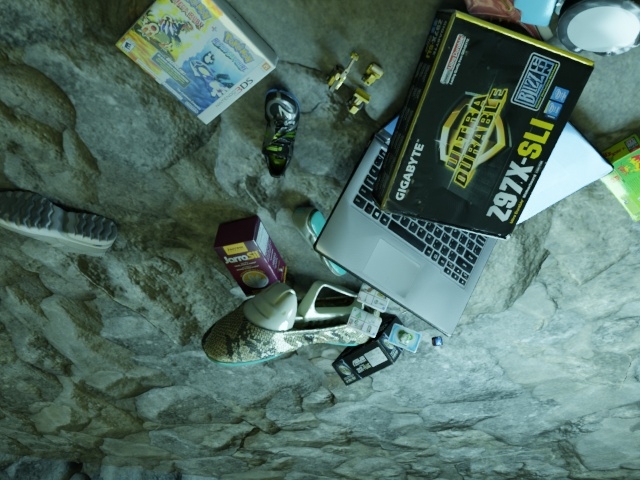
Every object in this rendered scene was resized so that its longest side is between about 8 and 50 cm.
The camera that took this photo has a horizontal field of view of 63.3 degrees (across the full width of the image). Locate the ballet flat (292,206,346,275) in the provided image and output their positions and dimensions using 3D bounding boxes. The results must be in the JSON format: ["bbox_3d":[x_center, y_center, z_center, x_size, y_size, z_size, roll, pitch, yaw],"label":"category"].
[{"bbox_3d":[0.000,0.000,1.204,0.068,0.072,0.213,8,143,37],"label":"ballet flat"}]

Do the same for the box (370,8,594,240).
[{"bbox_3d":[0.258,-0.177,0.862,0.256,0.079,0.322,12,114,-17],"label":"box"}]

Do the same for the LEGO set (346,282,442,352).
[{"bbox_3d":[0.203,0.171,1.289,0.244,0.183,0.060,22,172,-6],"label":"LEGO set"}]

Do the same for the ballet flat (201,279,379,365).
[{"bbox_3d":[-0.045,0.174,1.246,0.482,0.164,0.182,1,122,-37],"label":"ballet flat"}]

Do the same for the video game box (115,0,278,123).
[{"bbox_3d":[-0.208,-0.323,0.887,0.187,0.048,0.205,-31,126,28],"label":"video game box"}]

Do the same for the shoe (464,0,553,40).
[{"bbox_3d":[0.280,-0.362,0.800,0.081,0.064,0.178,-32,120,33],"label":"shoe"}]

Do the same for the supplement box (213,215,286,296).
[{"bbox_3d":[-0.163,0.042,1.236,0.103,0.081,0.188,-11,134,15],"label":"supplement box"}]

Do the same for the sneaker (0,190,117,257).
[{"bbox_3d":[-0.622,-0.020,1.191,0.281,0.105,0.115,21,134,-17],"label":"sneaker"}]

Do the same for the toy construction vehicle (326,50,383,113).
[{"bbox_3d":[0.059,-0.277,0.921,0.085,0.035,0.098,27,132,-22],"label":"toy construction vehicle"}]

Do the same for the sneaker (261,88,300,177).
[{"bbox_3d":[-0.075,-0.198,0.983,0.066,0.078,0.188,5,136,-1],"label":"sneaker"}]

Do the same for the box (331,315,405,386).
[{"bbox_3d":[0.141,0.303,1.426,0.180,0.147,0.078,-37,89,35],"label":"box"}]

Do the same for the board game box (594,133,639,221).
[{"bbox_3d":[0.626,-0.121,1.032,0.181,0.043,0.092,35,128,-28],"label":"board game box"}]

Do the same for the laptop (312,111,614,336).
[{"bbox_3d":[0.269,-0.061,0.975,0.381,0.408,0.236,33,168,-22],"label":"laptop"}]

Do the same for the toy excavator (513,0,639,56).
[{"bbox_3d":[0.198,-0.443,0.573,0.444,0.223,0.433,15,165,15],"label":"toy excavator"}]
